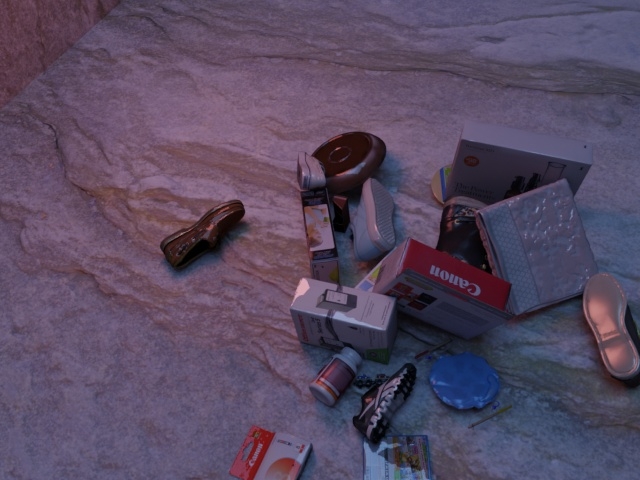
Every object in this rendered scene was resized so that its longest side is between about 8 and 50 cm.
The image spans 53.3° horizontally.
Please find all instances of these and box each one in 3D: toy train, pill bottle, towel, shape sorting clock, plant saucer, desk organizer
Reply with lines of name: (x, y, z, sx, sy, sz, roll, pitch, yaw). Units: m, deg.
toy train: (0.168, 0.380, 1.741, 0.159, 0.027, 0.036, -3, 48, 4)
pill bottle: (0.045, 0.365, 1.732, 0.086, 0.086, 0.152, 29, 61, 27)
towel: (0.624, 0.021, 1.820, 0.317, 0.053, 0.331, -19, 91, -14)
shape sorting clock: (0.474, -0.180, 2.137, 0.207, 0.040, 0.206, 1, 55, -1)
plant saucer: (0.074, -0.282, 2.203, 0.311, 0.050, 0.310, -19, 38, 15)
desk organizer: (0.063, -0.084, 2.059, 0.047, 0.130, 0.050, 13, 57, 17)

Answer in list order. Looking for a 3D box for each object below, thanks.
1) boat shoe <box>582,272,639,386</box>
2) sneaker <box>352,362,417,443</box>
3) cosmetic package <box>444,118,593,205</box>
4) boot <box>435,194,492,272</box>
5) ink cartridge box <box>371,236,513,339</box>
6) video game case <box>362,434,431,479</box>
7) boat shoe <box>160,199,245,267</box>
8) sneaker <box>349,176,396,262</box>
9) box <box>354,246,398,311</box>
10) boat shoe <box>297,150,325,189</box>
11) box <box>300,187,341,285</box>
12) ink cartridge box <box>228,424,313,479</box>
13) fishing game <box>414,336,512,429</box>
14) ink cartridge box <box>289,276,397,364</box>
boat shoe: (0.799, 0.238, 1.728, 0.117, 0.097, 0.324, -25, 44, 28)
sneaker: (0.162, 0.409, 1.675, 0.106, 0.078, 0.234, 17, 61, 40)
cosmetic package: (0.596, -0.210, 1.962, 0.378, 0.284, 0.097, 13, 54, 8)
boot: (0.514, 0.037, 1.902, 0.378, 0.138, 0.284, 21, 62, 11)
ink cartridge box: (0.330, 0.125, 1.694, 0.310, 0.272, 0.130, 24, 66, -6)
video game case: (0.191, 0.552, 1.610, 0.167, 0.015, 0.119, -3, 51, 6)
boat shoe: (-0.365, -0.014, 2.084, 0.307, 0.110, 0.104, -34, 59, -7)
sneaker: (0.146, -0.070, 2.042, 0.150, 0.135, 0.365, -35, 25, 25)
box: (0.205, 0.134, 1.883, 0.114, 0.103, 0.203, 32, 62, 28)
boat shoe: (-0.029, -0.232, 2.099, 0.088, 0.096, 0.267, 2, 18, -7)
box: (0.000, 0.000, 1.979, 0.087, 0.169, 0.289, -7, 50, -1)
ink cartridge box: (-0.128, 0.556, 1.631, 0.180, 0.045, 0.145, 17, 55, 16)
fishing game: (0.385, 0.376, 1.711, 0.189, 0.041, 0.264, -23, 47, -21)
ink cartridge box: (0.068, 0.222, 1.771, 0.273, 0.198, 0.114, 11, 55, 16)
